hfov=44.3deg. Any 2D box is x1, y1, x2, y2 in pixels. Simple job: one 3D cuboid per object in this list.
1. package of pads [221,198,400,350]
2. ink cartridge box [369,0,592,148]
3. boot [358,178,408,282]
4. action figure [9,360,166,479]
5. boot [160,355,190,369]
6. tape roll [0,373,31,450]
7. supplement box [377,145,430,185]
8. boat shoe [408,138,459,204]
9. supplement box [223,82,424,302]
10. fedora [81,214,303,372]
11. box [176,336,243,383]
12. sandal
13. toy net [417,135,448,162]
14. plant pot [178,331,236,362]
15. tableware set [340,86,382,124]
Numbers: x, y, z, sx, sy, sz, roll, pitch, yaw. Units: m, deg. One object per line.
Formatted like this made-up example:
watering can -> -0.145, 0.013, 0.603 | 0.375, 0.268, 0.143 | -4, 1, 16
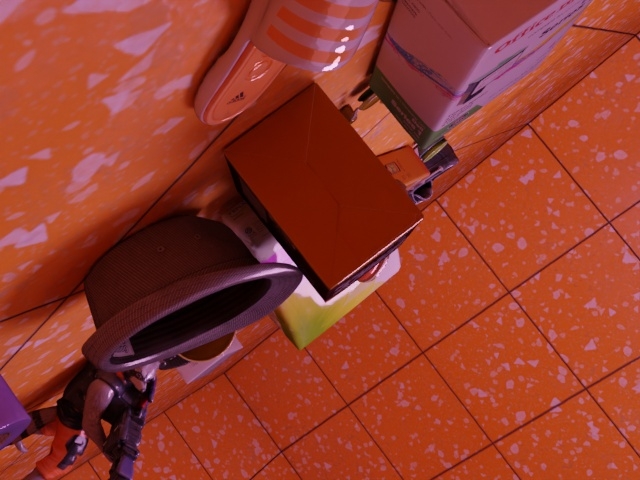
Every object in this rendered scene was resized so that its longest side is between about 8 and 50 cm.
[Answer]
package of pads -> 0.002, 0.003, 1.172 | 0.229, 0.101, 0.296 | -37, 145, -15
ink cartridge box -> 0.181, -0.239, 0.854 | 0.201, 0.117, 0.278 | -36, 173, -12
boot -> 0.058, -0.011, 1.083 | 0.085, 0.059, 0.157 | -6, 121, -40
action figure -> -0.404, 0.306, 1.331 | 0.330, 0.178, 0.341 | -42, -162, -1
boot -> -0.314, 0.246, 1.798 | 0.198, 0.076, 0.137 | -31, 176, -37
tape roll -> -0.466, 0.248, 0.980 | 0.189, 0.080, 0.189 | -36, 174, -4
supplement box -> 0.131, -0.123, 1.554 | 0.080, 0.078, 0.233 | -38, 173, 30
boat shoe -> 0.211, -0.128, 1.816 | 0.108, 0.102, 0.301 | -31, 171, -43
supplement box -> 0.001, -0.045, 0.926 | 0.129, 0.191, 0.194 | -38, 174, -7
fedora -> -0.172, 0.051, 0.954 | 0.276, 0.124, 0.243 | -20, 163, -29
box -> -0.302, 0.294, 2.074 | 0.130, 0.091, 0.170 | -39, 173, 8
sandal -> -0.010, -0.156, 0.610 | 0.102, 0.076, 0.265 | -32, 171, -41
toy net -> 0.255, -0.233, 1.582 | 0.122, 0.045, 0.232 | -36, 173, -7
plant pot -> -0.224, 0.138, 1.362 | 0.134, 0.134, 0.095 | -34, -161, -28
tableware set -> 0.088, -0.204, 1.035 | 0.154, 0.024, 0.104 | -37, 177, -10
